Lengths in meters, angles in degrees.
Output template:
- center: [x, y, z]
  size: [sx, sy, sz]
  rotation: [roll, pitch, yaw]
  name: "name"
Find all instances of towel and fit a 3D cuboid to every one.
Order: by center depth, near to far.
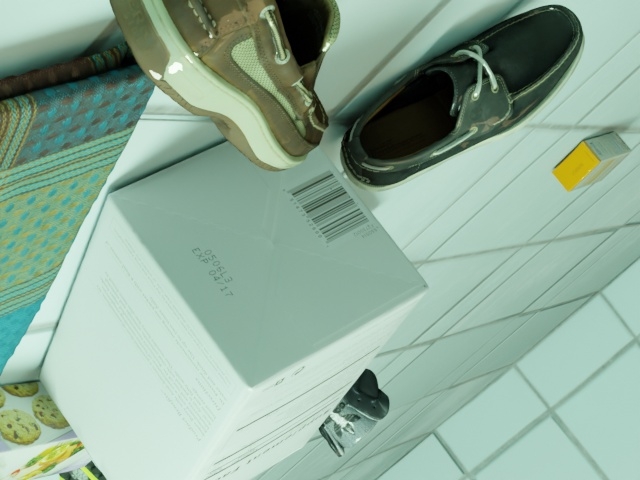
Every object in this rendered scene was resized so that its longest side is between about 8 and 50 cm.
- center: [-0.260, 0.032, 0.896]
  size: [0.271, 0.040, 0.370]
  rotation: [-24, 159, -41]
  name: "towel"

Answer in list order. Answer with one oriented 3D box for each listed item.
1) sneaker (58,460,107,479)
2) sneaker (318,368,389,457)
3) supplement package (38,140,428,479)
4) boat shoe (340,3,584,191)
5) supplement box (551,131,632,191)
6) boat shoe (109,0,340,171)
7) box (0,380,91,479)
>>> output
- center: [-0.179, 0.258, 1.591]
  size: [0.147, 0.145, 0.384]
  rotation: [-51, 166, -30]
  name: "sneaker"
- center: [-0.013, 0.162, 1.625]
  size: [0.101, 0.153, 0.269]
  rotation: [-45, 163, 25]
  name: "sneaker"
- center: [-0.079, 0.074, 1.157]
  size: [0.175, 0.177, 0.293]
  rotation: [-28, 163, -33]
  name: "supplement package"
- center: [0.121, -0.121, 1.216]
  size: [0.233, 0.084, 0.079]
  rotation: [-32, 165, -7]
  name: "boat shoe"
- center: [0.344, -0.100, 1.882]
  size: [0.098, 0.036, 0.062]
  rotation: [-17, 155, -53]
  name: "supplement box"
- center: [-0.026, -0.107, 0.872]
  size: [0.095, 0.095, 0.257]
  rotation: [-30, 168, 10]
  name: "boat shoe"
- center: [-0.271, 0.161, 1.200]
  size: [0.063, 0.067, 0.324]
  rotation: [-43, 163, 16]
  name: "box"
